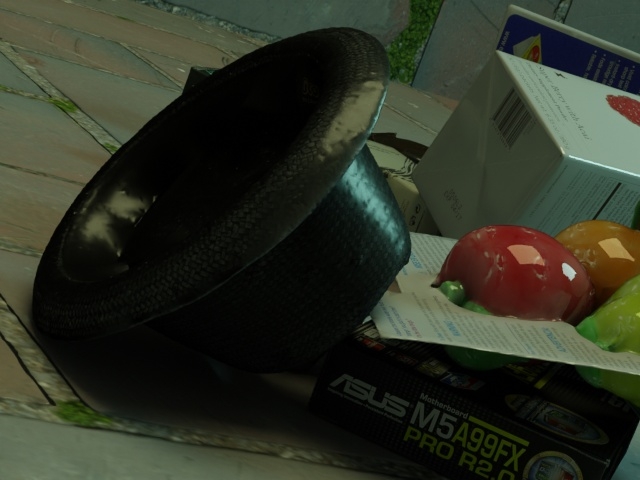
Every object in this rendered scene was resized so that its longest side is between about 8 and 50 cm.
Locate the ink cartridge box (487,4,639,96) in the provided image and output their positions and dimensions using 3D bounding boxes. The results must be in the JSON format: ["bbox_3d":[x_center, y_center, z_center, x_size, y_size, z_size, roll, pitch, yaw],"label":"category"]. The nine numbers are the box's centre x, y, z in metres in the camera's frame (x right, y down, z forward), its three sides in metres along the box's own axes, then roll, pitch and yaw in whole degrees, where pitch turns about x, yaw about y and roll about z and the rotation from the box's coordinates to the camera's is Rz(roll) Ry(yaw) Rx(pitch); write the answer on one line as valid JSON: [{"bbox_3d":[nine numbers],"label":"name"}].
[{"bbox_3d":[0.304,-0.086,1.956,0.307,0.304,0.072,28,14,29],"label":"ink cartridge box"}]

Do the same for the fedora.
[{"bbox_3d":[-0.049,-0.003,1.171,0.152,0.334,0.334,48,1,-22],"label":"fedora"}]

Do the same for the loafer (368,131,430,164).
[{"bbox_3d":[0.065,-0.099,2.074,0.220,0.080,0.078,18,32,33],"label":"loafer"}]

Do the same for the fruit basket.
[{"bbox_3d":[0.193,0.062,1.256,0.353,0.165,0.327,3,14,-8],"label":"fruit basket"}]

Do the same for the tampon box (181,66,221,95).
[{"bbox_3d":[-0.083,-0.136,2.020,0.161,0.101,0.120,25,13,20],"label":"tampon box"}]

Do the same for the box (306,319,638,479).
[{"bbox_3d":[0.132,0.124,1.284,0.216,0.060,0.270,23,12,15],"label":"box"}]

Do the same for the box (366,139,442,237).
[{"bbox_3d":[0.086,-0.036,1.865,0.113,0.094,0.275,13,14,-30],"label":"box"}]

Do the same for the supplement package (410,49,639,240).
[{"bbox_3d":[0.278,-0.048,1.704,0.293,0.175,0.177,13,35,-33],"label":"supplement package"}]

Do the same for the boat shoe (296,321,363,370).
[{"bbox_3d":[-0.052,0.009,1.392,0.113,0.105,0.306,35,8,-40],"label":"boat shoe"}]
